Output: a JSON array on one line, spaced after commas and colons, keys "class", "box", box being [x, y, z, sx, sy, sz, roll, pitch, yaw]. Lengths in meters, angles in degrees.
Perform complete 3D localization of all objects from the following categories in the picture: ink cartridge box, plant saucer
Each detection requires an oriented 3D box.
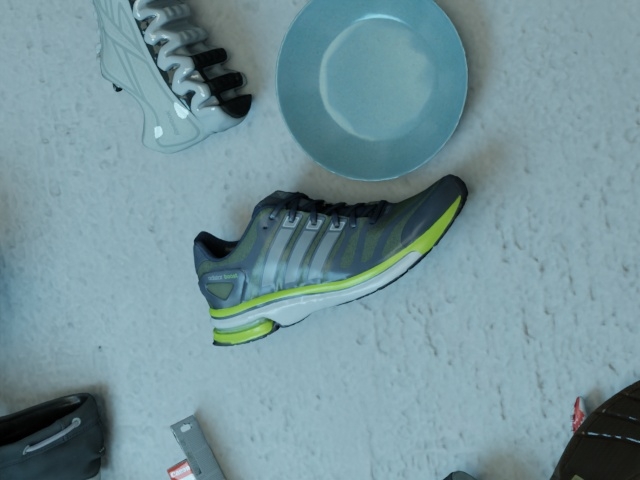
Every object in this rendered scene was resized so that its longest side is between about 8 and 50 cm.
[{"class": "ink cartridge box", "box": [-0.128, 0.242, 1.450, 0.029, 0.063, 0.115, -28, 85, 18]}, {"class": "plant saucer", "box": [0.052, -0.155, 1.357, 0.195, 0.037, 0.195, 2, 96, 19]}]

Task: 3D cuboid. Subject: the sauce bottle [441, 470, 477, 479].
[{"class": "sauce bottle", "box": [0.037, 0.360, 1.380, 0.344, 0.111, 0.111, -44, 81, 17]}]

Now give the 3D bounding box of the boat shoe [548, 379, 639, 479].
[{"class": "boat shoe", "box": [0.260, 0.232, 1.287, 0.257, 0.095, 0.095, -44, 50, -6]}]

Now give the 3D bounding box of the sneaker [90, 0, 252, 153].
[{"class": "sneaker", "box": [-0.188, -0.221, 1.407, 0.118, 0.110, 0.292, -31, 84, 29]}]

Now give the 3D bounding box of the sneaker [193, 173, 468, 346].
[{"class": "sneaker", "box": [0.000, 0.000, 1.345, 0.300, 0.111, 0.121, -25, 98, 19]}]

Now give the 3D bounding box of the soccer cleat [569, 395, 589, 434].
[{"class": "soccer cleat", "box": [0.254, 0.187, 1.326, 0.035, 0.029, 0.083, -4, 98, 11]}]

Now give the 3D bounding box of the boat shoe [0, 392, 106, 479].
[{"class": "boat shoe", "box": [-0.377, 0.219, 1.421, 0.112, 0.335, 0.096, 22, 113, 53]}]
